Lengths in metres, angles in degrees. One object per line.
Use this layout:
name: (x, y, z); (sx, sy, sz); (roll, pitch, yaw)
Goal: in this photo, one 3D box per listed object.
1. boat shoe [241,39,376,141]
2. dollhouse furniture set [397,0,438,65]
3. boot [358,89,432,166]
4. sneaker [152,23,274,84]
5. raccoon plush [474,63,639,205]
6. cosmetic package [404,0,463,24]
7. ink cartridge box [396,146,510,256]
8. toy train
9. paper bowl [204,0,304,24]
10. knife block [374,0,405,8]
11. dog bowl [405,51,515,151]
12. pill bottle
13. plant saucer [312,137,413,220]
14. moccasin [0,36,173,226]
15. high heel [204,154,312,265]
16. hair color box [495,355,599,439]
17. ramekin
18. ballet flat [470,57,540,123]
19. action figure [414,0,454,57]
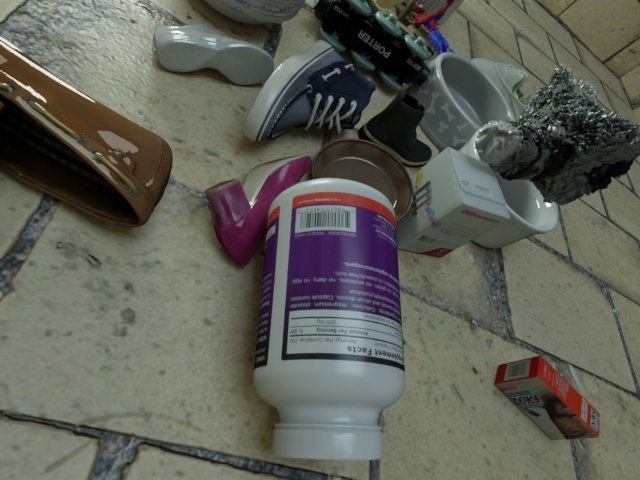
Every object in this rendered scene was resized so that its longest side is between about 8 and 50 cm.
boat shoe: (-0.001, -0.255, 0.759); (0.158, 0.127, 0.340); (34, 49, -5)
dollhouse furniture set: (0.295, -0.599, 1.174); (0.151, 0.123, 0.144); (44, 48, -6)
boot: (0.202, -0.236, 0.888); (0.198, 0.137, 0.076); (9, 60, -32)
sneaker: (-0.184, -0.342, 0.725); (0.212, 0.080, 0.094); (-3, 55, -35)
raccoon plush: (0.465, -0.271, 0.854); (0.446, 0.216, 0.299); (14, 49, -38)
cosmetic package: (0.323, -0.985, 1.283); (0.394, 0.327, 0.329); (11, 58, -31)
ink cartridge box: (0.239, -0.066, 0.788); (0.128, 0.176, 0.127); (12, 58, -30)
toy train: (0.131, -0.510, 1.007); (0.334, 0.142, 0.190); (25, 43, -22)
paper bowl: (-0.155, -0.557, 0.817); (0.284, 0.148, 0.284); (17, 55, -26)
knife block: (0.260, -0.727, 1.152); (0.242, 0.275, 0.088); (16, 16, -39)
dog bowl: (0.399, -0.365, 1.128); (0.349, 0.102, 0.348); (17, 56, -27)
pill bottle: (0.012, 0.095, 0.524); (0.181, 0.181, 0.323); (16, 62, -27)
plant saucer: (0.076, -0.105, 0.767); (0.199, 0.036, 0.198); (8, 60, -13)
moccasin: (-0.360, -0.126, 0.441); (0.380, 0.139, 0.147); (33, 41, -28)
high heel: (-0.075, -0.061, 0.650); (0.244, 0.082, 0.117); (-43, 121, -55)
hair color box: (0.422, 0.296, 0.764); (0.167, 0.093, 0.053); (42, 49, -7)
ramekin: (0.410, -0.116, 0.967); (0.277, 0.135, 0.277); (17, 56, -27)
ballet flat: (0.663, -0.481, 1.361); (0.139, 0.139, 0.400); (-33, 86, -42)
action figure: (0.388, -0.656, 1.270); (0.091, 0.139, 0.280); (-12, 69, -40)
